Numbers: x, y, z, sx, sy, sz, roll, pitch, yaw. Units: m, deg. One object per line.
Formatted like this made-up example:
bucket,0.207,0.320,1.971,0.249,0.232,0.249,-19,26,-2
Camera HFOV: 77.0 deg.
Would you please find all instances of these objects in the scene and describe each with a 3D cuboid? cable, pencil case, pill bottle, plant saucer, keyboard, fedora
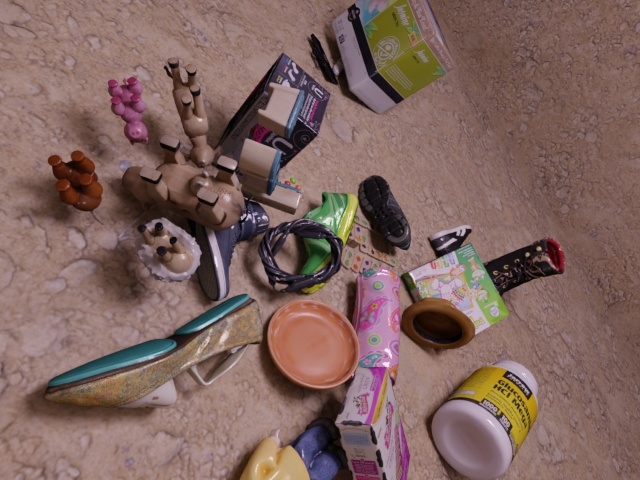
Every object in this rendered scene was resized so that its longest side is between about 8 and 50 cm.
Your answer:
cable,-0.038,0.025,0.859,0.184,0.047,0.151,-18,77,-18
pencil case,0.126,0.204,0.949,0.124,0.124,0.284,32,49,-25
pill bottle,0.448,0.444,1.052,0.334,0.188,0.188,-15,77,-47
plant saucer,-0.016,0.214,0.831,0.200,0.037,0.200,14,44,-14
keyboard,-0.001,-0.634,1.406,0.100,0.038,0.192,10,56,-66
fedora,0.315,0.210,1.077,0.194,0.194,0.079,42,39,-16

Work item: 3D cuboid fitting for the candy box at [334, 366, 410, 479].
candy box,0.109,0.387,0.772,0.159,0.071,0.233,-48,125,-61

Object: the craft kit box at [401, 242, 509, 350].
craft kit box,0.404,0.164,1.203,0.249,0.061,0.247,-23,84,-20

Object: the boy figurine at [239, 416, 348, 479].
boy figurine,-0.067,0.418,0.663,0.285,0.092,0.177,-18,80,-46

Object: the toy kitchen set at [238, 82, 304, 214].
toy kitchen set,-0.072,-0.170,0.791,0.122,0.207,0.166,20,76,-5

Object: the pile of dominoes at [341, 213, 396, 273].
pile of dominoes,0.137,0.013,1.132,0.251,0.040,0.196,25,51,-30

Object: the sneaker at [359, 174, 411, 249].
sneaker,0.195,-0.080,1.206,0.106,0.101,0.267,40,26,-54

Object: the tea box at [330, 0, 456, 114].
tea box,0.251,-0.698,1.428,0.220,0.323,0.329,16,54,-52

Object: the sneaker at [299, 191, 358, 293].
sneaker,0.000,0.000,0.984,0.123,0.109,0.296,17,57,11

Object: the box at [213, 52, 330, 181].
box,-0.114,-0.251,0.901,0.142,0.247,0.163,33,48,-23

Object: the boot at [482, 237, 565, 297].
boot,0.636,0.118,1.349,0.377,0.284,0.138,-19,80,-47

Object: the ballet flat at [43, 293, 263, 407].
ballet flat,-0.227,0.193,0.640,0.348,0.123,0.123,-22,82,-47

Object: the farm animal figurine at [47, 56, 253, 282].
farm animal figurine,-0.262,-0.123,0.717,0.326,0.172,0.330,37,66,7

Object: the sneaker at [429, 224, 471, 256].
sneaker,0.476,0.019,1.423,0.217,0.079,0.121,-12,78,-37

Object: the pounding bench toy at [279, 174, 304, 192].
pounding bench toy,-0.074,-0.128,1.000,0.052,0.065,0.083,54,42,-4

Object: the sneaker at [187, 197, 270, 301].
sneaker,-0.170,0.008,0.815,0.163,0.086,0.226,1,65,-40

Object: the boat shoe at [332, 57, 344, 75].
boat shoe,0.072,-0.635,1.460,0.035,0.035,0.100,39,45,-19
